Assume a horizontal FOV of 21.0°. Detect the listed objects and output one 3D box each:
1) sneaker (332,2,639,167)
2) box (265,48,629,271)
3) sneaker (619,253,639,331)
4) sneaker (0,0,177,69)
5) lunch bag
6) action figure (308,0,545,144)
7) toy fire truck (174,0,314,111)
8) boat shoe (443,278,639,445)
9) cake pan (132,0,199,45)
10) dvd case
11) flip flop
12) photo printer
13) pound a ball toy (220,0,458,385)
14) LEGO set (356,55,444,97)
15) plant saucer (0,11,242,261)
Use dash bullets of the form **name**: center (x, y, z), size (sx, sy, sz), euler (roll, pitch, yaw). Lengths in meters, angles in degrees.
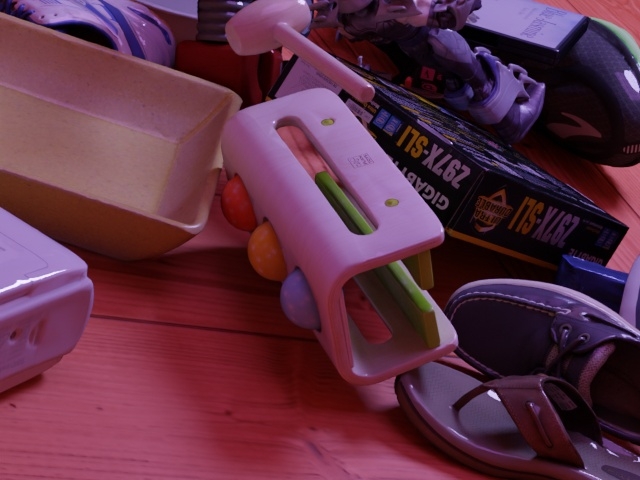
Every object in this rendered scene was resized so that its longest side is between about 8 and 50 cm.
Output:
- **sneaker**: center (0.200, -0.210, 2.087), size (0.483, 0.185, 0.202), euler (32, 46, 30)
- **box**: center (0.134, -0.073, 1.726), size (0.257, 0.079, 0.322), euler (36, 11, 33)
- **sneaker**: center (0.375, 0.045, 1.633), size (0.127, 0.126, 0.321), euler (-4, 30, 29)
- **sneaker**: center (-0.296, -0.236, 1.806), size (0.296, 0.112, 0.131), euler (23, 26, 8)
- **lunch bag**: center (0.272, 0.061, 1.683), size (0.098, 0.065, 0.067), euler (17, 10, -3)
- **action figure**: center (0.105, -0.208, 1.758), size (0.285, 0.099, 0.185), euler (34, -12, -38)
- **toy fire truck**: center (-0.082, -0.234, 1.753), size (0.158, 0.217, 0.246), euler (8, 4, 19)
- **boat shoe**: center (0.235, 0.110, 1.488), size (0.285, 0.103, 0.092), euler (24, 8, 12)
- **cake pan**: center (-0.187, -0.308, 2.089), size (0.293, 0.054, 0.293), euler (16, 26, -8)
- **dvd case**: center (0.166, -0.259, 1.946), size (0.253, 0.022, 0.180), euler (18, 24, 13)
- **flip flop**: center (0.194, 0.157, 1.415), size (0.277, 0.080, 0.112), euler (24, 26, 13)
- **photo printer**: center (-0.360, 0.013, 1.273), size (0.307, 0.107, 0.256), euler (30, 27, 21)
- **pound a ball toy**: center (-0.012, -0.049, 1.474), size (0.135, 0.208, 0.319), euler (-20, 37, -12)
- **LEGO set**: center (0.051, -0.191, 1.955), size (0.182, 0.060, 0.244), euler (-6, 17, -42)
- **plant saucer**: center (-0.256, -0.097, 1.596), size (0.332, 0.081, 0.333), euler (18, 26, -4)
